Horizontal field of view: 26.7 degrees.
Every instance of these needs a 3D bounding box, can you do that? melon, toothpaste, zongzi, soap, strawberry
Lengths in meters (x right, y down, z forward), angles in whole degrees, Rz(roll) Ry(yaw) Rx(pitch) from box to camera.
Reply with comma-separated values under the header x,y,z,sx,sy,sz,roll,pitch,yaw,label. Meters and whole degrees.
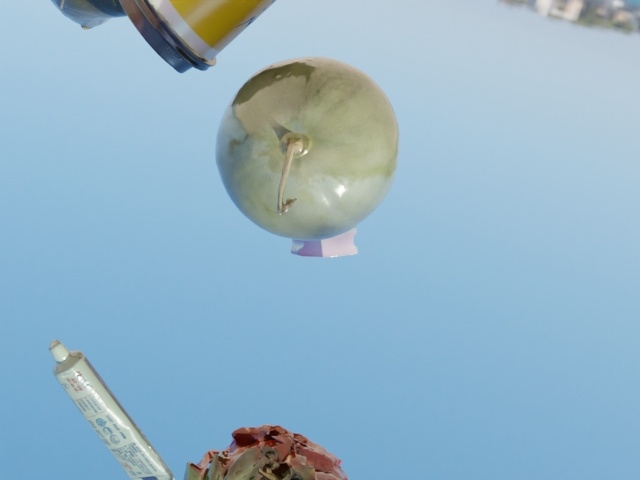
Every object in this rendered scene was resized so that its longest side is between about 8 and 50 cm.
x,y,z,sx,sy,sz,roll,pitch,yaw,label
-0.016,-0.124,1.842,0.272,0.271,0.308,15,164,-4,melon
-0.288,0.236,1.821,0.069,0.268,0.047,-25,-152,9,toothpaste
-0.317,-0.383,2.153,0.300,0.145,0.274,36,169,14,zongzi
0.000,0.000,2.485,0.100,0.056,0.149,-3,-177,-16,soap
-0.032,0.388,1.473,0.267,0.351,0.312,-14,-155,36,strawberry

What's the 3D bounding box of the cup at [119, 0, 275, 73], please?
x,y,z,sx,sy,sz,roll,pitch,yaw,label
-0.138,-0.372,1.872,0.196,0.280,0.196,51,-165,-19,cup
